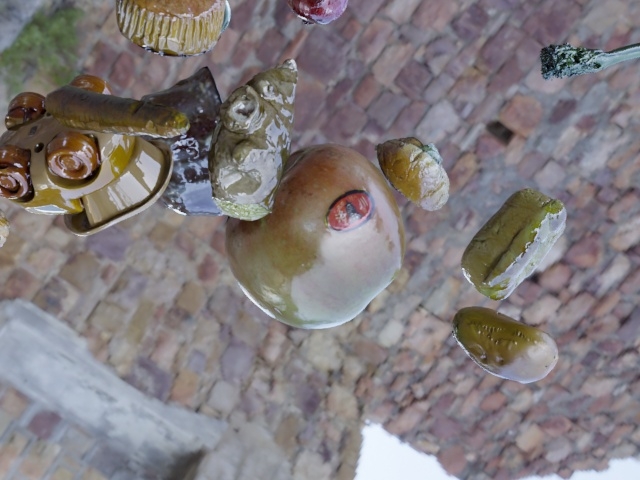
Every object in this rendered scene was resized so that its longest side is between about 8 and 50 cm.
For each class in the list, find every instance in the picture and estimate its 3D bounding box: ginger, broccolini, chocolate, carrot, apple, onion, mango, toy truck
[{"bbox_3d":[-0.104,-0.177,1.499,0.219,0.123,0.270,75,21,-69],"label":"ginger"},{"bbox_3d":[0.393,-0.243,1.260,0.054,0.239,0.051,106,-31,-52],"label":"broccolini"},{"bbox_3d":[-0.309,-0.206,2.181,0.210,0.340,0.225,-20,-159,-13],"label":"chocolate"},{"bbox_3d":[-0.298,-0.184,1.412,0.314,0.066,0.066,15,-117,37],"label":"carrot"},{"bbox_3d":[0.000,0.000,1.773,0.338,0.305,0.338,-38,-169,9],"label":"apple"},{"bbox_3d":[-0.009,-0.489,1.903,0.131,0.131,0.131,-54,-171,12],"label":"onion"},{"bbox_3d":[0.411,0.229,2.150,0.151,0.248,0.156,-58,174,-30],"label":"mango"},{"bbox_3d":[-0.426,-0.146,1.664,0.287,0.212,0.204,-14,-133,20],"label":"toy truck"}]

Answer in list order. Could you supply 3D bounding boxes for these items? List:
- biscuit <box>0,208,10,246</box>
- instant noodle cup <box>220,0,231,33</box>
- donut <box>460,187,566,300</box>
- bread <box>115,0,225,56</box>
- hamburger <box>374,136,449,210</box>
[{"bbox_3d":[-0.612,-0.087,1.512,0.378,0.094,0.054,30,-81,39],"label":"biscuit"},{"bbox_3d":[-0.292,-0.545,2.300,0.168,0.168,0.185,-56,-157,-3],"label":"instant noodle cup"},{"bbox_3d":[0.422,0.009,2.093,0.261,0.128,0.208,-44,159,-14],"label":"donut"},{"bbox_3d":[-0.249,-0.403,1.599,0.199,0.199,0.104,-64,174,-45],"label":"bread"},{"bbox_3d":[0.182,-0.136,1.815,0.087,0.176,0.102,-42,178,-26],"label":"hamburger"}]
